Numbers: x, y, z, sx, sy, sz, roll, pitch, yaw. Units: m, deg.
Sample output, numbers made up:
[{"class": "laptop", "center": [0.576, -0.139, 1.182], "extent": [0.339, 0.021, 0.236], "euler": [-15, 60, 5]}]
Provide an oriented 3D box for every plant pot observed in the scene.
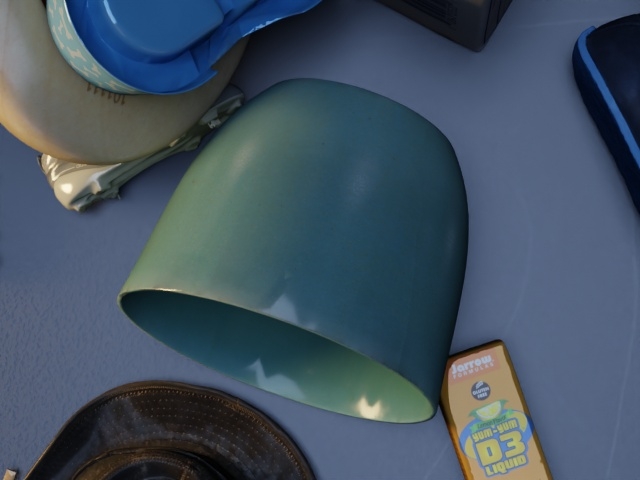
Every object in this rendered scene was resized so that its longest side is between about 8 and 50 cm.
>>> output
[{"class": "plant pot", "center": [0.000, 0.000, 1.439], "extent": [0.293, 0.293, 0.235], "euler": [19, 73, 5]}]

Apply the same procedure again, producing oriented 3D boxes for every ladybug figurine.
[{"class": "ladybug figurine", "center": [-0.205, -0.277, 1.487], "extent": [0.305, 0.162, 0.449], "euler": [20, 70, -29]}]

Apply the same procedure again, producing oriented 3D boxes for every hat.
[{"class": "hat", "center": [-0.156, 0.290, 1.484], "extent": [0.331, 0.134, 0.331], "euler": [0, 84, 4]}]

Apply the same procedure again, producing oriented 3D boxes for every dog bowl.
[{"class": "dog bowl", "center": [-0.112, -0.232, 1.397], "extent": [0.297, 0.074, 0.166], "euler": [-40, 103, -33]}]

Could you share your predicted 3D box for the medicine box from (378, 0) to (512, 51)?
[{"class": "medicine box", "center": [0.152, -0.344, 1.447], "extent": [0.149, 0.263, 0.289], "euler": [29, 89, 5]}]

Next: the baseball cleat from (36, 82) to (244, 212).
[{"class": "baseball cleat", "center": [-0.178, -0.115, 1.556], "extent": [0.206, 0.072, 0.109], "euler": [-32, 78, -2]}]

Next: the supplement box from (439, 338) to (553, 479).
[{"class": "supplement box", "center": [0.171, 0.212, 1.506], "extent": [0.078, 0.080, 0.233], "euler": [-20, 83, 1]}]

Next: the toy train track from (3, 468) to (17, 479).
[{"class": "toy train track", "center": [-0.313, 0.260, 1.572], "extent": [0.048, 0.014, 0.083], "euler": [22, 94, -2]}]

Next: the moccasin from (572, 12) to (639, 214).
[{"class": "moccasin", "center": [0.349, -0.058, 1.481], "extent": [0.117, 0.138, 0.342], "euler": [-24, 86, -2]}]
